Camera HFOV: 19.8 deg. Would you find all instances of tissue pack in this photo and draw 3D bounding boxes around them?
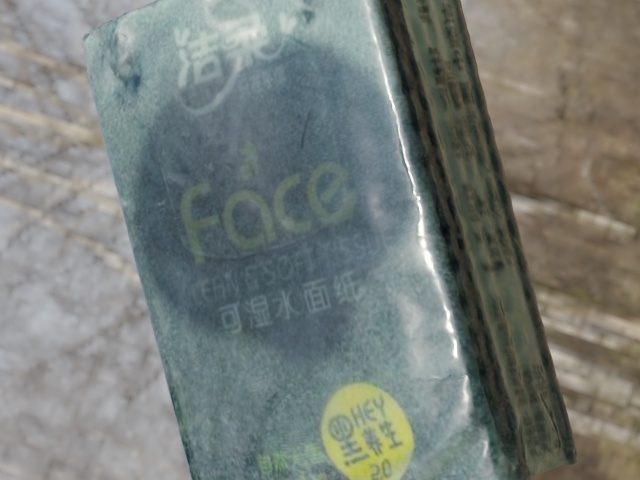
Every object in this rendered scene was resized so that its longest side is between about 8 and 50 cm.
[{"bbox_3d":[0.000,0.000,0.861,0.081,0.185,0.257,-12,-93,-53],"label":"tissue pack"}]
